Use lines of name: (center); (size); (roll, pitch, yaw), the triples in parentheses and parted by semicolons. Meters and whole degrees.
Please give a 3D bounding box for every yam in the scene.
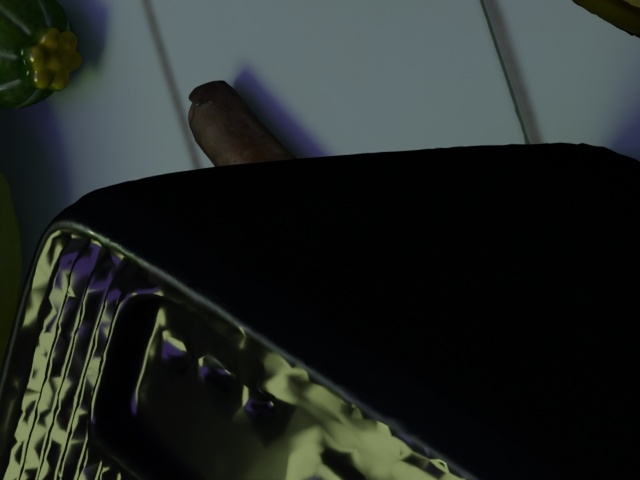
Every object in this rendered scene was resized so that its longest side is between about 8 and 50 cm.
yam: (0.000, 0.000, 1.015); (0.264, 0.046, 0.046); (50, 123, 25)

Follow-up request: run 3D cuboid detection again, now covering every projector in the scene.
projector: (0.121, 0.137, 0.693); (0.395, 0.405, 0.242); (32, 115, 33)

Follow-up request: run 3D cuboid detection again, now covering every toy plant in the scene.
toy plant: (-0.234, -0.143, 1.165); (0.162, 0.093, 0.093); (22, 109, 36)

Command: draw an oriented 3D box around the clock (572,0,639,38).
clock: (0.184, -0.241, 0.812); (0.277, 0.071, 0.293); (-22, 86, 52)

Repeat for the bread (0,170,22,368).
bread: (-0.391, 0.043, 1.161); (0.348, 0.308, 0.348); (18, 123, 30)
